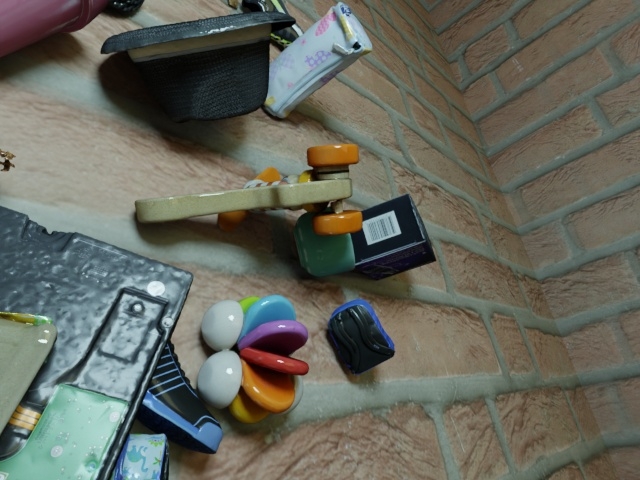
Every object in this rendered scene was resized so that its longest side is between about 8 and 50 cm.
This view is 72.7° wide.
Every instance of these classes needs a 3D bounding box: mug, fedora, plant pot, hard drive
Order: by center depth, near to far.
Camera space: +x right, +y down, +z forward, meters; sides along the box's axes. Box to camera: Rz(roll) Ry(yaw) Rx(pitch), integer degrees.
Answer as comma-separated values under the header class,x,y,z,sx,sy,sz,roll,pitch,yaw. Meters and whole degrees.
class,x,y,z,sx,sy,sz,roll,pitch,yaw
hard drive,-0.282,0.136,0.378,0.237,0.064,0.338,20,48,-12
plant pot,-0.403,-0.331,0.540,0.201,0.201,0.180,39,57,-26
fedora,-0.186,-0.290,0.746,0.334,0.334,0.152,-49,136,-53
mug,0.002,0.007,0.844,0.157,0.098,0.129,95,-19,-76

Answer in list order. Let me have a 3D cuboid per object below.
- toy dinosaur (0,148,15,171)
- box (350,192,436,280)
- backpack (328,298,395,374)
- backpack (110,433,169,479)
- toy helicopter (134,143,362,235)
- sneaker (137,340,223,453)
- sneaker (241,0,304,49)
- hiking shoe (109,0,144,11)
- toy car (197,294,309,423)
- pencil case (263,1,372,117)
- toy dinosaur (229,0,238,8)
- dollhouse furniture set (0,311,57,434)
class,x,y,z,sx,sy,sz,roll,pitch,yaw
toy dinosaur,-0.446,-0.085,0.348,0.322,0.164,0.218,-19,63,-33
box,0.153,0.001,0.938,0.207,0.153,0.108,32,40,-64
backpack,0.070,0.174,0.824,0.120,0.098,0.101,58,7,-3
backpack,-0.197,0.255,0.435,0.084,0.105,0.114,14,43,-20
toy helicopter,-0.116,-0.073,0.712,0.355,0.235,0.140,-10,102,-30
sneaker,-0.196,0.160,0.520,0.232,0.081,0.090,46,45,-17
sneaker,-0.122,-0.550,1.133,0.097,0.084,0.234,-47,115,-16
hiking shoe,-0.385,-0.459,0.717,0.114,0.086,0.227,37,18,7
toy car,-0.077,0.158,0.618,0.159,0.136,0.181,24,49,-39
pencil case,-0.019,-0.386,0.956,0.114,0.273,0.124,17,51,-52
toy dinosaur,-0.250,-0.677,1.058,0.211,0.064,0.112,51,38,-11
dollhouse furniture set,-0.324,0.162,0.250,0.198,0.151,0.301,22,19,-19
